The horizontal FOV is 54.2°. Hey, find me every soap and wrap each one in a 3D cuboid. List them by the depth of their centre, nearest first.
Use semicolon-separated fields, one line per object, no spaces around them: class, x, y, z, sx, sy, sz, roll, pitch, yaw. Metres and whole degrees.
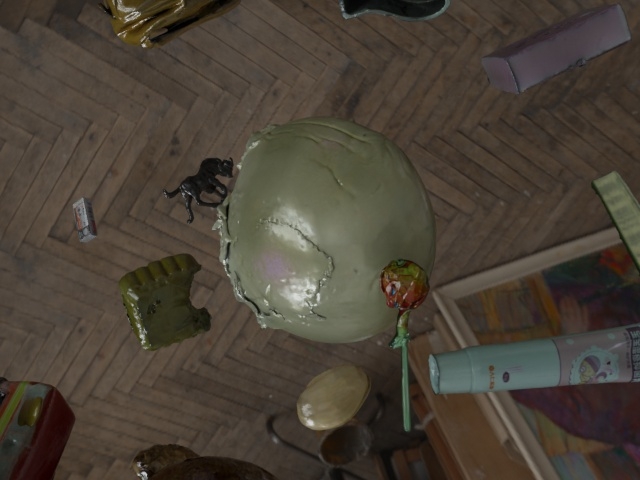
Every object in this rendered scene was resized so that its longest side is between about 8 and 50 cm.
soap;-0.330;0.194;0.709;0.012;0.089;0.034;23;63;-28
soap;0.587;-0.483;1.597;0.296;0.285;0.107;-24;103;7

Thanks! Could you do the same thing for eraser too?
eraser;-0.677;-0.059;1.797;0.052;0.122;0.029;-27;160;26

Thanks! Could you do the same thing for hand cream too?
hand cream;0.300;0.148;0.776;0.331;0.058;0.085;-5;92;-6

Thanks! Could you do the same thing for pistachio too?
pistachio;0.038;0.393;1.542;0.201;0.145;0.117;-27;137;-5

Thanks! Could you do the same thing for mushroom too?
mushroom;-0.207;0.536;1.172;0.345;0.345;0.239;34;61;-26

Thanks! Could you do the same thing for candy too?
candy;0.099;0.117;0.723;0.060;0.060;0.201;11;68;-20

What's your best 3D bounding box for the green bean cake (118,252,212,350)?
green bean cake;-0.425;0.177;1.762;0.233;0.124;0.236;-21;121;-23

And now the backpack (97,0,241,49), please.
backpack;-0.336;-0.616;1.475;0.378;0.353;0.201;-30;127;-2

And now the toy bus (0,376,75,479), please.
toy bus;-0.441;0.323;0.866;0.120;0.265;0.121;-4;129;9

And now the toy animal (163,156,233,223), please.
toy animal;-0.346;-0.155;1.841;0.233;0.084;0.148;-31;94;-25

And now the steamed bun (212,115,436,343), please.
steamed bun;0.000;0.000;0.914;0.233;0.312;0.333;-33;119;-38

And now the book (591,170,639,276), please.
book;0.353;0.130;0.556;0.043;0.371;0.260;-28;124;24

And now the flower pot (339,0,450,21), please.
flower pot;0.156;-0.522;1.295;0.229;0.108;0.103;6;128;10
